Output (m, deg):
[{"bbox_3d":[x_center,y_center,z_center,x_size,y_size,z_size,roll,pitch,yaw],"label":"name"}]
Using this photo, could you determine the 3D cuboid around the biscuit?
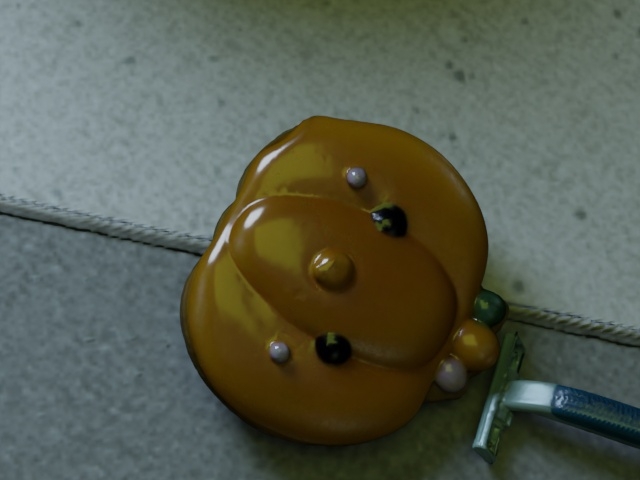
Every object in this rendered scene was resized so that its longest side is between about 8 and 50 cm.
[{"bbox_3d":[0.020,0.026,0.966,0.170,0.050,0.170,1,86,-15],"label":"biscuit"}]

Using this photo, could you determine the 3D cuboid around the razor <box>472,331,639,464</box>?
[{"bbox_3d":[0.177,0.105,0.982,0.191,0.037,0.068,19,65,1],"label":"razor"}]
